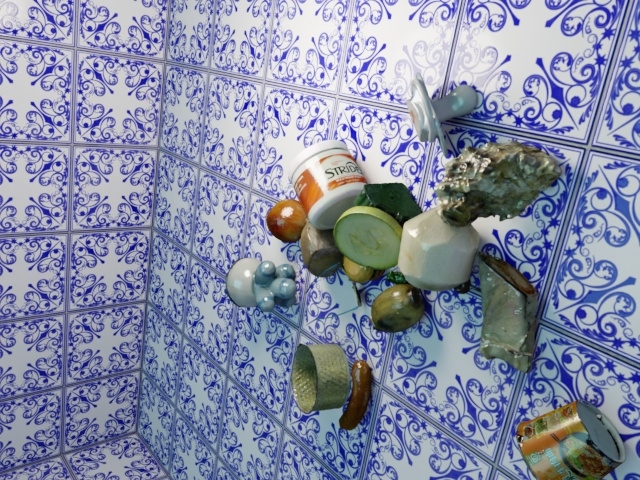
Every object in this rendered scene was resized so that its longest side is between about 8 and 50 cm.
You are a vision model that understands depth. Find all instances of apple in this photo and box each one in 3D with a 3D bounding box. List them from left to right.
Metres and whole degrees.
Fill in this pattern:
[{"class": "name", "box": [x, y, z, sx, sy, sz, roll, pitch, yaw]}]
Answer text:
[{"class": "apple", "box": [-0.135, -0.079, 2.354, 0.173, 0.160, 0.195, 41, 133, 12]}]

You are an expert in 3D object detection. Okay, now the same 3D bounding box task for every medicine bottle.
[{"class": "medicine bottle", "box": [0.036, -0.198, 2.051, 0.252, 0.252, 0.241, -48, 60, 40]}]

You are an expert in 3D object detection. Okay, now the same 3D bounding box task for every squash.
[{"class": "squash", "box": [0.166, -0.005, 1.858, 0.252, 0.049, 0.252, 18, 138, 17]}]

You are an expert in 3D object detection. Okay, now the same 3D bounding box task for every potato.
[{"class": "potato", "box": [-0.030, 0.019, 2.154, 0.189, 0.264, 0.211, -46, 66, 30]}]

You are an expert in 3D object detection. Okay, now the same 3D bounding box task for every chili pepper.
[{"class": "chili pepper", "box": [0.303, 0.127, 1.914, 0.182, 0.073, 0.050, -11, 63, 54]}]

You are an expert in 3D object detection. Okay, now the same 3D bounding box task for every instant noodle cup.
[{"class": "instant noodle cup", "box": [0.656, 0.534, 1.453, 0.182, 0.230, 0.230, -47, 59, 30]}]

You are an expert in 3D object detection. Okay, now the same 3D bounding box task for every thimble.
[{"class": "thimble", "box": [-0.003, 0.534, 2.196, 0.271, 0.150, 0.271, -178, 90, -66]}]

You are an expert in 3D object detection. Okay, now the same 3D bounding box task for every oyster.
[{"class": "oyster", "box": [0.495, -0.169, 1.584, 0.351, 0.114, 0.238, -8, 88, 25]}]

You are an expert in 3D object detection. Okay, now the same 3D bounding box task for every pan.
[{"class": "pan", "box": [0.462, 0.144, 1.770, 0.115, 0.023, 0.069, 21, 108, 46]}]

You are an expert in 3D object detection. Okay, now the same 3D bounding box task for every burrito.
[{"class": "burrito", "box": [0.545, 0.203, 1.624, 0.175, 0.107, 0.348, 0, 96, 33]}]

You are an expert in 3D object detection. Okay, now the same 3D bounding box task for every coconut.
[{"class": "coconut", "box": [0.360, 0.015, 1.717, 0.237, 0.237, 0.266, 27, 112, 44]}]

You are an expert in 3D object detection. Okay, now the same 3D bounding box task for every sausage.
[{"class": "sausage", "box": [0.140, 0.602, 2.147, 0.103, 0.076, 0.302, 32, 117, 42]}]

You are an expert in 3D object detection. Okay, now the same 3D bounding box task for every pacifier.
[{"class": "pacifier", "box": [0.382, -0.406, 1.722, 0.207, 0.227, 0.279, -19, 77, 8]}]

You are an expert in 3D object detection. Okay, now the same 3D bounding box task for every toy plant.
[{"class": "toy plant", "box": [-0.229, 0.194, 2.431, 0.332, 0.247, 0.247, 1, 94, 45]}]

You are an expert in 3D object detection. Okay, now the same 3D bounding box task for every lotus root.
[{"class": "lotus root", "box": [0.249, 0.248, 1.942, 0.278, 0.154, 0.154, -43, 62, 51]}]

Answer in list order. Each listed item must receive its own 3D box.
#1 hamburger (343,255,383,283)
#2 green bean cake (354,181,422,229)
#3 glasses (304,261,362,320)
[{"class": "hamburger", "box": [0.159, 0.078, 2.043, 0.162, 0.115, 0.162, 2, 93, 49]}, {"class": "green bean cake", "box": [0.230, -0.094, 1.877, 0.107, 0.208, 0.193, -50, 55, 42]}, {"class": "glasses", "box": [0.054, 0.202, 2.165, 0.220, 0.088, 0.190, -32, 80, 34]}]
